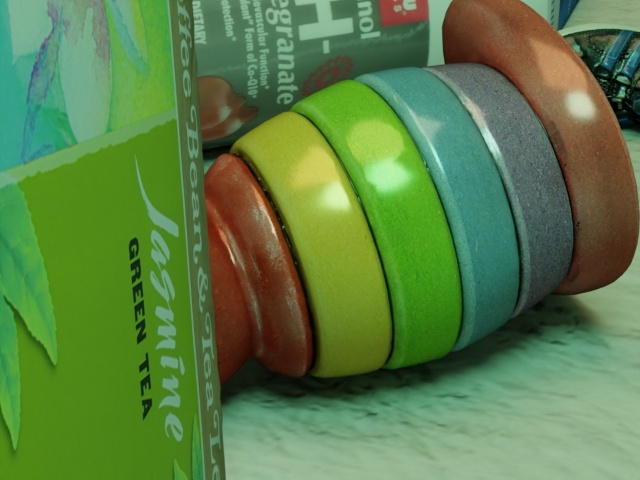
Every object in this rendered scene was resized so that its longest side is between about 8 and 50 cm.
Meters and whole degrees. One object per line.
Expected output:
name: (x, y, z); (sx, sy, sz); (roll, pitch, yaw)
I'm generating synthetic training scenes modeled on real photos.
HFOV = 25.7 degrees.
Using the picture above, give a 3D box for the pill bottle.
pill bottle: (-0.004, -0.170, 1.031); (0.318, 0.176, 0.176); (-11, 28, -17)

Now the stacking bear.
stacking bear: (0.000, 0.000, 0.725); (0.289, 0.175, 0.164); (-20, 23, -14)

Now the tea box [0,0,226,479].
tea box: (-0.181, 0.016, 0.415); (0.220, 0.329, 0.323); (0, 13, 13)

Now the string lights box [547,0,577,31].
string lights box: (0.172, -0.252, 1.295); (0.133, 0.076, 0.259); (8, 28, 17)

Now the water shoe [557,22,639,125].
water shoe: (0.237, -0.115, 1.018); (0.203, 0.073, 0.080); (-6, 29, -6)
